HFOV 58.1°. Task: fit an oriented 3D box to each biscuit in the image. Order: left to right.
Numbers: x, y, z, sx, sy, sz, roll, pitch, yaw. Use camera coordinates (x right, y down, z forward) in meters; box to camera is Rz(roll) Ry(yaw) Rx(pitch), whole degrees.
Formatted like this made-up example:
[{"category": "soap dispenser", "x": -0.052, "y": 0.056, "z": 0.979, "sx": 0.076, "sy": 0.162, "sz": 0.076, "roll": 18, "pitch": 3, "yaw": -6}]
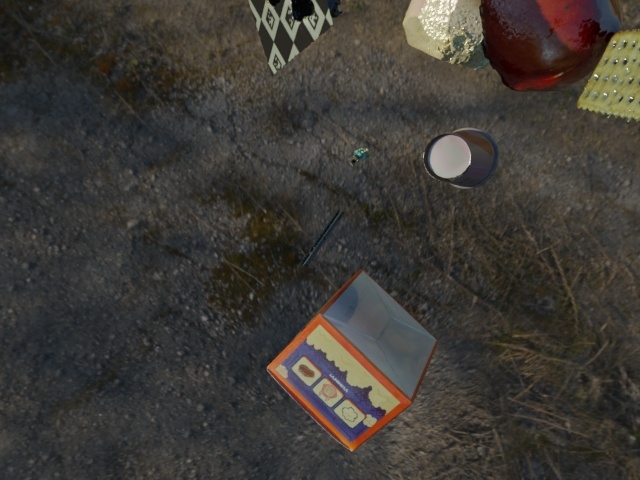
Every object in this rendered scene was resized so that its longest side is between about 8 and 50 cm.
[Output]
[{"category": "biscuit", "x": 0.465, "y": -0.242, "z": 0.838, "sx": 0.016, "sy": 0.203, "sz": 0.143, "roll": 21, "pitch": 105, "yaw": -20}]

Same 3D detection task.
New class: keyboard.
[{"category": "keyboard", "x": 0.000, "y": 0.000, "z": 1.782, "sx": 0.025, "sy": 0.093, "sz": 0.230, "roll": 36, "pitch": 66, "yaw": -2}]

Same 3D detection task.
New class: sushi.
[{"category": "sushi", "x": -0.056, "y": -0.469, "z": 1.005, "sx": 0.059, "sy": 0.292, "sz": 0.293, "roll": -20, "pitch": 99, "yaw": -25}]

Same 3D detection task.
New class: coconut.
[{"category": "coconut", "x": 0.401, "y": -0.653, "z": 1.590, "sx": 0.298, "sy": 0.297, "sz": 0.309, "roll": 25, "pitch": 116, "yaw": 9}]

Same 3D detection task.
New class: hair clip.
[{"category": "hair clip", "x": 0.141, "y": -0.286, "z": 1.940, "sx": 0.049, "sy": 0.173, "sz": 0.049, "roll": 6, "pitch": 111, "yaw": 17}]

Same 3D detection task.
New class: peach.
[{"category": "peach", "x": 0.418, "y": -0.458, "z": 1.146, "sx": 0.339, "sy": 0.281, "sz": 0.280, "roll": 31, "pitch": 73, "yaw": -12}]

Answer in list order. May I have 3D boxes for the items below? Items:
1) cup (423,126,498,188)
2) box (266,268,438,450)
[{"category": "cup", "x": 0.410, "y": -0.248, "z": 1.718, "sx": 0.203, "sy": 0.288, "sz": 0.202, "roll": 4, "pitch": 100, "yaw": 25}, {"category": "box", "x": 0.097, "y": 0.315, "z": 1.577, "sx": 0.319, "sy": 0.349, "sz": 0.256, "roll": 42, "pitch": 117, "yaw": 4}]
